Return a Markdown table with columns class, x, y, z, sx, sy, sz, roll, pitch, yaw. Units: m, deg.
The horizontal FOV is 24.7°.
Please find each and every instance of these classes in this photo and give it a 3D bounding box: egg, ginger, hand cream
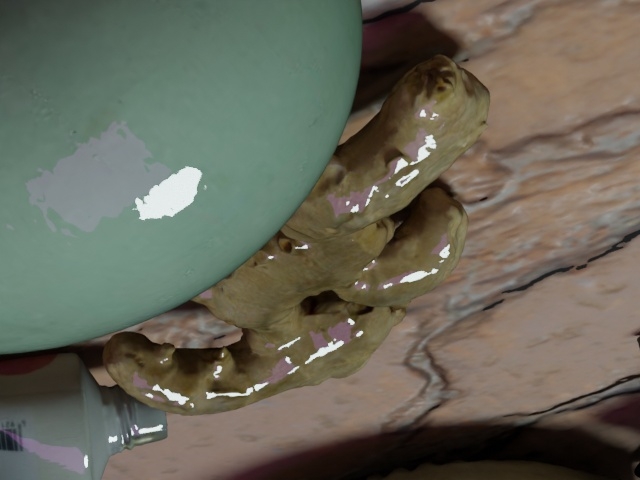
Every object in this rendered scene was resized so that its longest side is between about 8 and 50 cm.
| class | x | y | z | sx | sy | sz | roll | pitch | yaw |
| --- | --- | --- | --- | --- | --- | --- | --- | --- | --- |
| egg | -0.095 | -0.049 | 0.465 | 0.231 | 0.168 | 0.168 | -20 | 148 | 23 |
| ginger | 0.011 | 0.001 | 0.689 | 0.149 | 0.065 | 0.258 | 0 | 145 | -39 |
| hand cream | -0.250 | 0.114 | 0.770 | 0.341 | 0.077 | 0.124 | -7 | 138 | -9 |

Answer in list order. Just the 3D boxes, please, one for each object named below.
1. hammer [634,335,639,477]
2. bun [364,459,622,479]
| class | x | y | z | sx | sy | sz | roll | pitch | yaw |
| --- | --- | --- | --- | --- | --- | --- | --- | --- | --- |
| hammer | 0.237 | 0.107 | 0.952 | 0.103 | 0.029 | 0.246 | -5 | 150 | -7 |
| bun | 0.091 | 0.290 | 1.027 | 0.362 | 0.234 | 0.326 | -14 | 144 | -4 |
